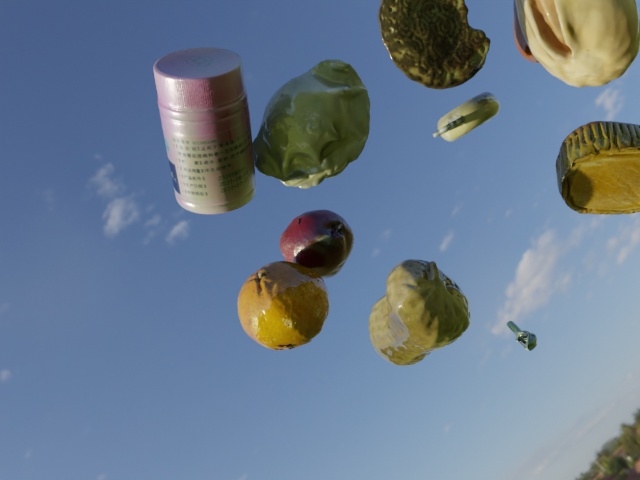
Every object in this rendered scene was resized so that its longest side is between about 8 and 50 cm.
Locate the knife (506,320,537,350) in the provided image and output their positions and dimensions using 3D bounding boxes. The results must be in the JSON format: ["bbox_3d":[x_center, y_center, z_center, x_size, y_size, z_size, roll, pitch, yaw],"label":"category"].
[{"bbox_3d":[0.295,0.138,0.973,0.026,0.022,0.184,-29,-2,7],"label":"knife"}]

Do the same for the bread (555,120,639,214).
[{"bbox_3d":[0.716,-0.175,1.638,0.227,0.253,0.142,81,-159,-45],"label":"bread"}]

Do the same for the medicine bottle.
[{"bbox_3d":[-0.196,-0.190,1.153,0.152,0.152,0.254,-26,-49,-29],"label":"medicine bottle"}]

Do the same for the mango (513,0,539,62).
[{"bbox_3d":[0.495,-0.510,1.501,0.120,0.151,0.221,-11,-55,13],"label":"mango"}]

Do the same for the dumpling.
[{"bbox_3d":[-0.009,-0.210,1.227,0.258,0.193,0.147,-55,-3,7],"label":"dumpling"}]

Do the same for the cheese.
[{"bbox_3d":[0.355,-0.299,1.605,0.163,0.071,0.249,-31,1,19],"label":"cheese"}]

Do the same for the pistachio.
[{"bbox_3d":[0.472,-0.438,1.229,0.214,0.318,0.193,-21,3,-39],"label":"pistachio"}]

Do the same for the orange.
[{"bbox_3d":[-0.086,0.147,1.540,0.219,0.219,0.193,-31,-40,-21],"label":"orange"}]

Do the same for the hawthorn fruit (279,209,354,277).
[{"bbox_3d":[0.000,0.000,1.658,0.185,0.185,0.202,-20,-10,-36],"label":"hawthorn fruit"}]

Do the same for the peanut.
[{"bbox_3d":[0.171,0.135,1.152,0.291,0.159,0.143,103,-172,-62],"label":"peanut"}]

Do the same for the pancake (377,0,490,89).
[{"bbox_3d":[0.260,-0.482,1.435,0.286,0.288,0.033,-46,12,-1],"label":"pancake"}]
